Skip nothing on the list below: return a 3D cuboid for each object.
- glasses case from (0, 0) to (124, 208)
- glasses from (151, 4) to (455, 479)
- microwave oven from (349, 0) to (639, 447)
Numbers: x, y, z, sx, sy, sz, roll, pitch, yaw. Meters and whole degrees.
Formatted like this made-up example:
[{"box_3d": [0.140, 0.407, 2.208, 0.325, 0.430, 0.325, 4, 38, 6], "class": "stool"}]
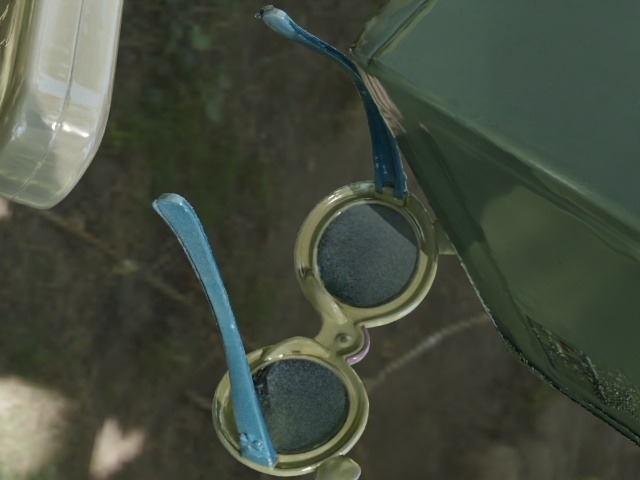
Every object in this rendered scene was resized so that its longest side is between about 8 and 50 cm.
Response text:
[{"box_3d": [-0.127, -0.107, 0.861, 0.050, 0.083, 0.196, 21, 50, -25], "class": "glasses case"}, {"box_3d": [-0.026, -0.005, 0.919, 0.190, 0.088, 0.220, -63, 141, -27], "class": "glasses"}, {"box_3d": [0.185, -0.024, 0.885, 0.181, 0.237, 0.295, -47, 142, -12], "class": "microwave oven"}]
